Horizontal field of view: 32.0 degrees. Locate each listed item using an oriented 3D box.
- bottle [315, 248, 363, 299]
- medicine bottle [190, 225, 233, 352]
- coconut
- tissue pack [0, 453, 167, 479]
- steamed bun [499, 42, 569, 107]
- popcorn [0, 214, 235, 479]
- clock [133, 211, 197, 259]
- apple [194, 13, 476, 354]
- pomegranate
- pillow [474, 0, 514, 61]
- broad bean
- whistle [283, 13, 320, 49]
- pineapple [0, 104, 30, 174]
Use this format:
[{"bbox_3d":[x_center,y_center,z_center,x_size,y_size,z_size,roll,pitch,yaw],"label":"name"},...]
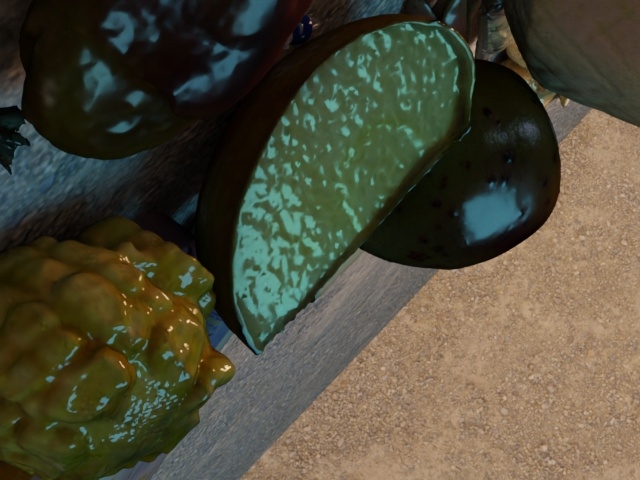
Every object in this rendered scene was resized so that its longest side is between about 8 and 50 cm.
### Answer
[{"bbox_3d":[0.000,0.000,1.453,0.245,0.104,0.104,-45,168,-23],"label":"bottle"},{"bbox_3d":[-0.131,0.066,1.192,0.186,0.103,0.103,-52,168,18],"label":"medicine bottle"},{"bbox_3d":[0.383,-0.273,1.253,0.329,0.329,0.329,-46,168,-13],"label":"coconut"},{"bbox_3d":[-0.265,0.248,1.231,0.225,0.124,0.185,-56,169,33],"label":"tissue pack"},{"bbox_3d":[0.412,-0.324,1.846,0.292,0.137,0.295,-54,166,9],"label":"steamed bun"},{"bbox_3d":[-0.186,0.092,0.903,0.250,0.190,0.250,-34,166,-10],"label":"popcorn"},{"bbox_3d":[-0.172,0.038,1.082,0.152,0.050,0.110,-54,167,25],"label":"clock"},{"bbox_3d":[-0.005,-0.071,1.022,0.346,0.179,0.254,-49,166,-14],"label":"apple"},{"bbox_3d":[0.123,-0.119,1.294,0.291,0.323,0.291,-28,-166,7],"label":"pomegranate"},{"bbox_3d":[0.257,-0.318,1.485,0.169,0.059,0.255,-45,169,-5],"label":"pillow"},{"bbox_3d":[-0.084,-0.142,0.662,0.228,0.122,0.156,-52,170,0],"label":"broad bean"},{"bbox_3d":[-0.024,-0.181,0.965,0.083,0.033,0.029,-34,158,-53],"label":"whistle"},{"bbox_3d":[-0.210,-0.059,0.613,0.074,0.074,0.159,-50,175,6],"label":"pineapple"}]
